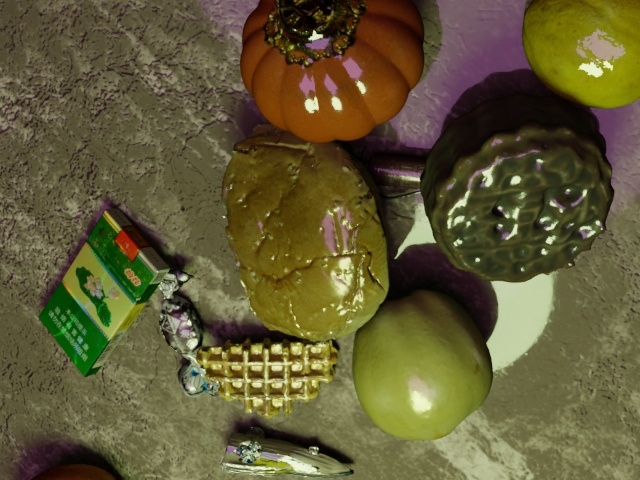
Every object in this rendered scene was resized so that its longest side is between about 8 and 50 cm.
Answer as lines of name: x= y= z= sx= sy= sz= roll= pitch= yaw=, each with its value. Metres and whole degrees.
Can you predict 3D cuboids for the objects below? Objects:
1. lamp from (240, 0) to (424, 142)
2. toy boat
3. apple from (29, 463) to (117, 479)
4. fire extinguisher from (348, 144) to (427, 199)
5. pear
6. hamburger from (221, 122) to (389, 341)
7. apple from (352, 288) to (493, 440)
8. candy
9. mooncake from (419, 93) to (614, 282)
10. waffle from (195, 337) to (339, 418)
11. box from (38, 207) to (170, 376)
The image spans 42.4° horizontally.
lamp: x=0.012 y=-0.223 z=0.969 sx=0.223 sy=0.196 sz=0.223 roll=-6 pitch=70 yaw=16
toy boat: x=-0.051 y=0.336 z=1.267 sx=0.210 sy=0.084 sz=0.066 roll=10 pitch=100 yaw=4
apple: x=-0.403 y=0.463 z=1.361 sx=0.201 sy=0.162 sz=0.201 roll=3 pitch=101 yaw=18
fire extinguisher: x=0.113 y=-0.083 z=1.080 sx=0.157 sy=0.045 sz=0.078 roll=6 pitch=124 yaw=11
pear: x=0.308 y=-0.227 z=0.922 sx=0.162 sy=0.149 sz=0.149 roll=36 pitch=115 yaw=11
hamburger: x=0.000 y=0.000 z=1.066 sx=0.211 sy=0.132 sz=0.308 roll=4 pitch=110 yaw=37
apple: x=0.133 y=0.163 z=1.093 sx=0.200 sy=0.200 sz=0.200 roll=5 pitch=111 yaw=13
candy: x=-0.198 y=0.137 z=1.243 sx=0.094 sy=0.051 sz=0.226 roll=-19 pitch=107 yaw=9
mooncake: x=0.233 y=-0.055 z=0.974 sx=0.228 sy=0.124 sz=0.228 roll=0 pitch=132 yaw=0
waffle: x=-0.071 y=0.180 z=1.210 sx=0.192 sy=0.046 sz=0.160 roll=-35 pitch=104 yaw=14
box: x=-0.329 y=0.080 z=1.239 sx=0.132 sy=0.034 sz=0.235 roll=47 pitch=116 yaw=17
